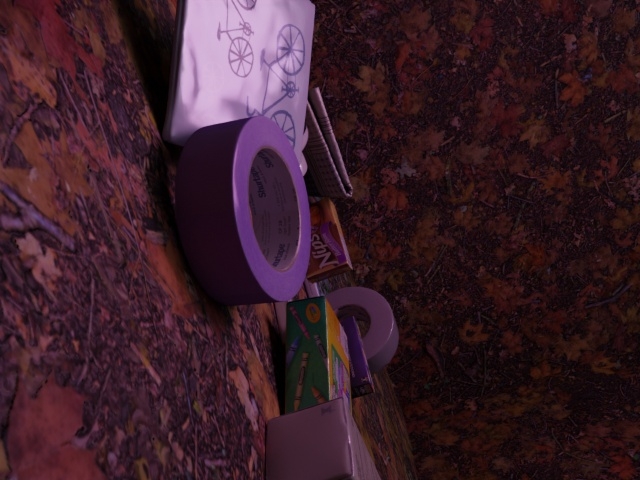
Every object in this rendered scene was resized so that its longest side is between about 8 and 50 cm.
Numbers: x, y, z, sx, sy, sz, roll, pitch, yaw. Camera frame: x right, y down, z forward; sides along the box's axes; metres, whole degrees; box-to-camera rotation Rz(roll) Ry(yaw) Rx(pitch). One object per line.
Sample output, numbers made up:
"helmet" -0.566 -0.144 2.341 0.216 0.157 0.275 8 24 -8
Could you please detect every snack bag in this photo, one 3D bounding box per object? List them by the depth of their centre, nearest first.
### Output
"snack bag" -0.127 -0.284 0.996 0.343 0.037 0.323 1 96 -56

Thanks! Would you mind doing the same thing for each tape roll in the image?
"tape roll" -0.103 -0.042 0.894 0.275 0.090 0.274 -6 90 -70
"tape roll" 0.070 0.216 1.402 0.072 0.219 0.219 64 9 -45

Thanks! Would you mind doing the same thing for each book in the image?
"book" -0.068 0.163 1.248 0.096 0.035 0.144 69 4 -59

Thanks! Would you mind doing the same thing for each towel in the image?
"towel" -0.072 -0.256 1.495 0.312 0.056 0.324 8 -52 53

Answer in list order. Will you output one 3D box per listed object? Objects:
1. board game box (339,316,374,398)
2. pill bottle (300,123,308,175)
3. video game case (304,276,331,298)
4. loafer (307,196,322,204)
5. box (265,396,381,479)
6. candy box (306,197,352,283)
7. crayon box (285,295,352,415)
"board game box" 0.025 0.255 1.250 0.170 0.141 0.048 -103 172 -45
"pill bottle" -0.137 -0.259 1.177 0.181 0.182 0.323 -100 170 -53
"video game case" -0.029 0.066 1.845 0.329 0.036 0.299 53 19 -73
"loafer" -0.066 -0.140 1.889 0.267 0.084 0.096 43 -2 -40
"box" 0.018 0.377 0.891 0.148 0.127 0.232 -97 167 -60
"candy box" 0.000 0.000 1.459 0.053 0.109 0.186 50 23 -61
"crayon box" -0.001 0.263 1.095 0.165 0.081 0.278 65 18 -49
